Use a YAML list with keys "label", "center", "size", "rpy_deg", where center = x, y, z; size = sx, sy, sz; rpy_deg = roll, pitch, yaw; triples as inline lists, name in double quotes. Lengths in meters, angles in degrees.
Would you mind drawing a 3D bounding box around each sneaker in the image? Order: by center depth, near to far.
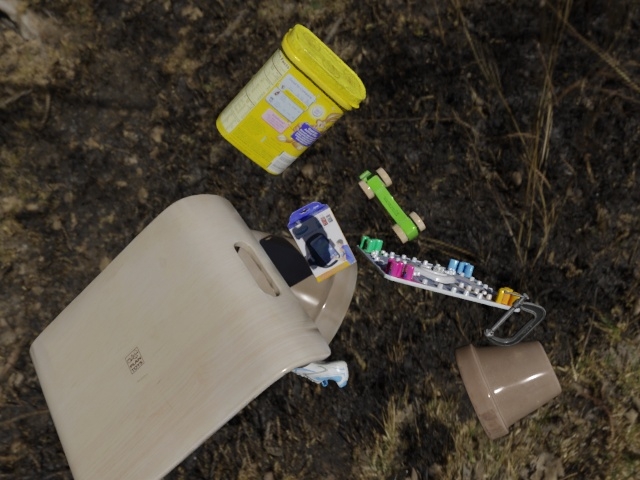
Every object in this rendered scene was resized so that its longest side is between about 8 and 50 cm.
- label: "sneaker"
  center: [-0.023, 0.407, 1.726]
  size: [0.237, 0.085, 0.086]
  rpy_deg: [0, 86, 33]

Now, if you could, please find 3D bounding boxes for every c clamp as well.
- label: "c clamp"
  center: [0.414, 0.173, 1.213]
  size: [0.137, 0.160, 0.022]
  rpy_deg: [13, 36, -18]

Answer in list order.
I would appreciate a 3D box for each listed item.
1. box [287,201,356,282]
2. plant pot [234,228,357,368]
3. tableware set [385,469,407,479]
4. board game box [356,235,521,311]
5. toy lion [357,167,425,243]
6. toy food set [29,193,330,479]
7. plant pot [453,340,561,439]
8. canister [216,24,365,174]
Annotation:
- label: "box"
  center: [0.000, 0.000, 0.988]
  size: [0.081, 0.136, 0.028]
  rpy_deg: [-29, 27, -3]
- label: "plant pot"
  center: [-0.111, 0.118, 1.390]
  size: [0.281, 0.323, 0.323]
  rpy_deg: [27, 62, -16]
- label: "tableware set"
  center: [0.151, 0.533, 1.101]
  size: [0.039, 0.194, 0.128]
  rpy_deg: [19, 62, 4]
- label: "board game box"
  center: [0.329, 0.086, 1.625]
  size: [0.390, 0.390, 0.050]
  rpy_deg: [15, 99, -10]
- label: "toy lion"
  center: [0.079, -0.041, 0.653]
  size: [0.034, 0.096, 0.100]
  rpy_deg: [-36, 81, 3]
- label: "toy food set"
  center: [-0.159, 0.125, 0.575]
  size: [0.306, 0.092, 0.219]
  rpy_deg: [-43, 61, 11]
- label: "plant pot"
  center: [0.520, 0.383, 1.528]
  size: [0.229, 0.263, 0.263]
  rpy_deg: [-24, 55, 14]
- label: "canister"
  center: [-0.043, -0.181, 0.745]
  size: [0.170, 0.126, 0.073]
  rpy_deg: [-39, 27, 30]
